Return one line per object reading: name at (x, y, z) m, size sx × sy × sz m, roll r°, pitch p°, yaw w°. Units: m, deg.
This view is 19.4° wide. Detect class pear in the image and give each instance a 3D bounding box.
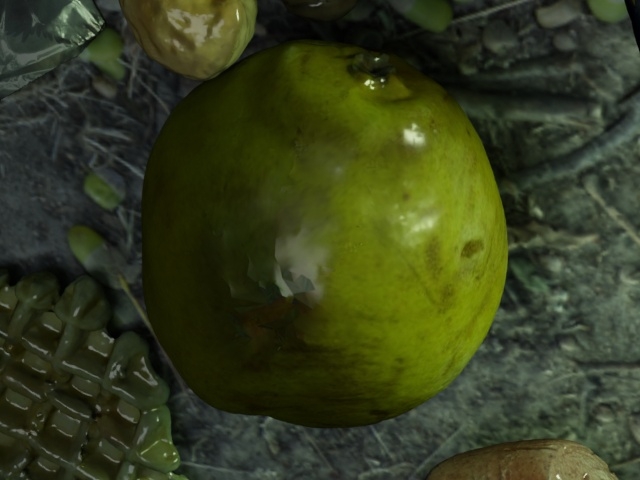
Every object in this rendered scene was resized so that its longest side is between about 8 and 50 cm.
pear at (0.000, 0.000, 1.314) m, size 0.269 × 0.269 × 0.321 m, roll 33°, pitch 134°, yaw 5°

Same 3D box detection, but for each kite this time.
kite at (-0.301, -0.121, 1.386) m, size 0.169 × 0.310 × 0.015 m, roll 43°, pitch 168°, yaw -20°

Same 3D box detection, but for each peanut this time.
peanut at (-0.121, -0.208, 1.292) m, size 0.263 × 0.101 × 0.117 m, roll 47°, pitch 144°, yaw 36°

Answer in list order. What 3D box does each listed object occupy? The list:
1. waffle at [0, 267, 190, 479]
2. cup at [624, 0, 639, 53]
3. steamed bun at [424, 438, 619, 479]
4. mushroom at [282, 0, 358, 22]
waffle at (-0.261, 0.156, 1.624) m, size 0.309 × 0.056 × 0.292 m, roll -8°, pitch 112°, yaw 26°
cup at (0.272, -0.238, 1.090) m, size 0.255 × 0.178 × 0.256 m, roll -3°, pitch 114°, yaw 43°
steamed bun at (0.171, 0.224, 1.440) m, size 0.145 × 0.106 × 0.175 m, roll -18°, pitch 121°, yaw 25°
mushroom at (-0.034, -0.274, 1.269) m, size 0.118 × 0.103 × 0.270 m, roll -21°, pitch 111°, yaw 33°
